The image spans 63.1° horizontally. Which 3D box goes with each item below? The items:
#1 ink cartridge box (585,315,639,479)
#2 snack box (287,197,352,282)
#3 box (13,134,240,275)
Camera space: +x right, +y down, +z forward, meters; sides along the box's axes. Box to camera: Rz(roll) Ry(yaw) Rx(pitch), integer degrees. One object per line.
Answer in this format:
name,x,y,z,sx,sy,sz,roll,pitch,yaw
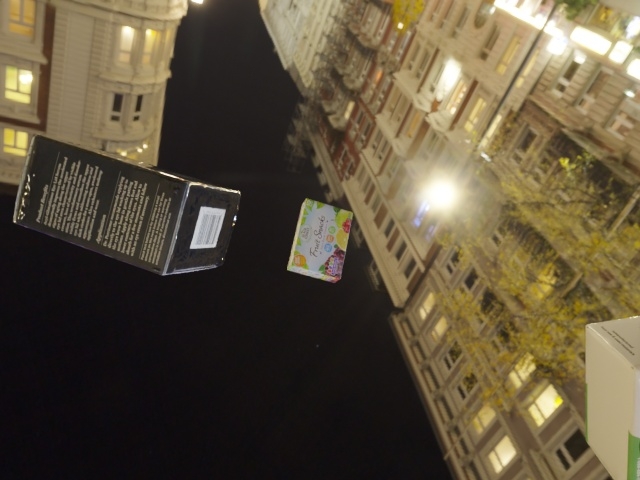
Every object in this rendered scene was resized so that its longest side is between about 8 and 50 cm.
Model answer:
ink cartridge box,0.510,0.199,0.680,0.278,0.201,0.117,-9,-161,2
snack box,0.000,0.000,1.008,0.100,0.037,0.141,16,-112,-11
box,-0.228,-0.042,0.641,0.207,0.108,0.153,17,-175,13
